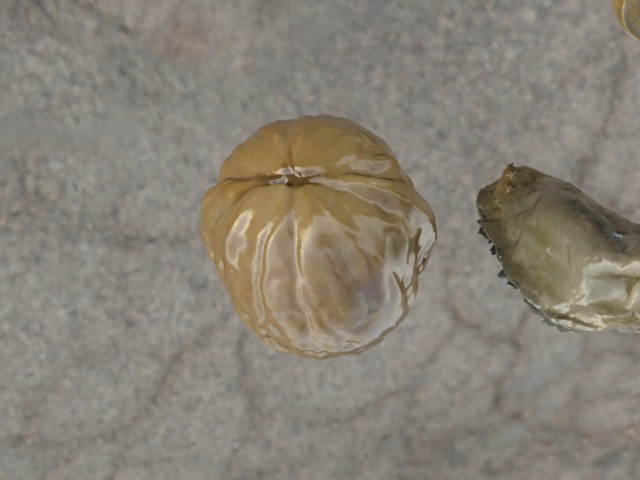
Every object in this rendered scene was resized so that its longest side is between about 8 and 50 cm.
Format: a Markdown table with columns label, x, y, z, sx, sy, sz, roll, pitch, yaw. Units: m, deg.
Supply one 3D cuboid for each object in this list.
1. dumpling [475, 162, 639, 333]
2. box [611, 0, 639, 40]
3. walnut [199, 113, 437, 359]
| label | x | y | z | sx | sy | sz | roll | pitch | yaw |
| --- | --- | --- | --- | --- | --- | --- | --- | --- | --- |
| dumpling | 0.271 | 0.009 | 1.409 | 0.166 | 0.332 | 0.086 | -38 | 138 | -32 |
| box | 0.402 | -0.290 | 1.712 | 0.106 | 0.037 | 0.105 | -8 | 127 | -11 |
| walnut | 0.000 | 0.000 | 1.200 | 0.213 | 0.213 | 0.213 | -17 | 145 | -13 |
